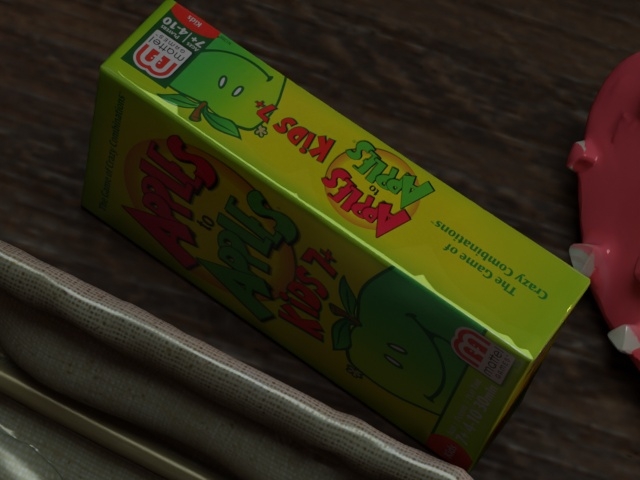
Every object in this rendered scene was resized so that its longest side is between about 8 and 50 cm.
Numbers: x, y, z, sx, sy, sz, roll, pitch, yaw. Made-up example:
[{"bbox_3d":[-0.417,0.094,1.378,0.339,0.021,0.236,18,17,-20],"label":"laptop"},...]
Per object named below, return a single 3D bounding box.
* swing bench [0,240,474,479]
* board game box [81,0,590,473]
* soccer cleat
[{"bbox_3d":[-0.089,0.152,0.571,0.253,0.165,0.255,27,51,6],"label":"swing bench"},{"bbox_3d":[0.000,0.000,0.723,0.181,0.092,0.043,34,59,10],"label":"board game box"},{"bbox_3d":[0.166,0.038,0.755,0.095,0.083,0.248,10,50,-36],"label":"soccer cleat"}]
